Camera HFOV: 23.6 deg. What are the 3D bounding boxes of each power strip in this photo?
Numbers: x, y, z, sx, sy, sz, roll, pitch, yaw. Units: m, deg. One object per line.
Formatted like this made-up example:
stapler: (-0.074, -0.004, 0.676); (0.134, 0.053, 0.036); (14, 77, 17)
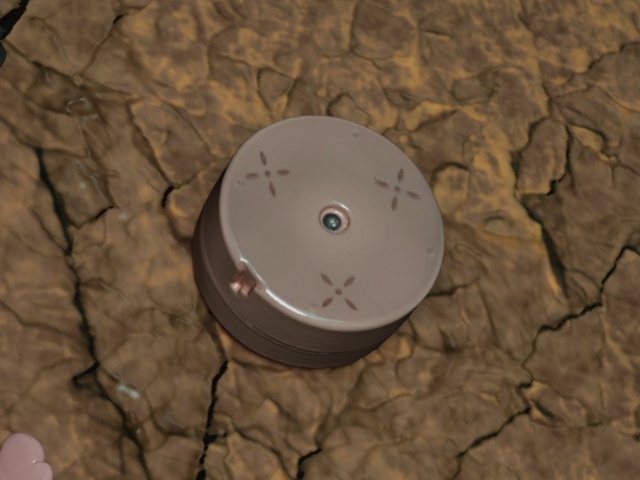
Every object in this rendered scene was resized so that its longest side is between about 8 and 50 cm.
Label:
power strip: (0.000, 0.000, 0.976); (0.154, 0.078, 0.154); (8, 62, -16)

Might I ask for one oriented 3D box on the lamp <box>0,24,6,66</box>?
lamp: (-0.280, -0.116, 0.910); (0.227, 0.147, 0.172); (47, 37, -5)

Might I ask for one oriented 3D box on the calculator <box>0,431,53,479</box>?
calculator: (-0.214, 0.168, 0.829); (0.166, 0.024, 0.103); (-38, 54, -12)
